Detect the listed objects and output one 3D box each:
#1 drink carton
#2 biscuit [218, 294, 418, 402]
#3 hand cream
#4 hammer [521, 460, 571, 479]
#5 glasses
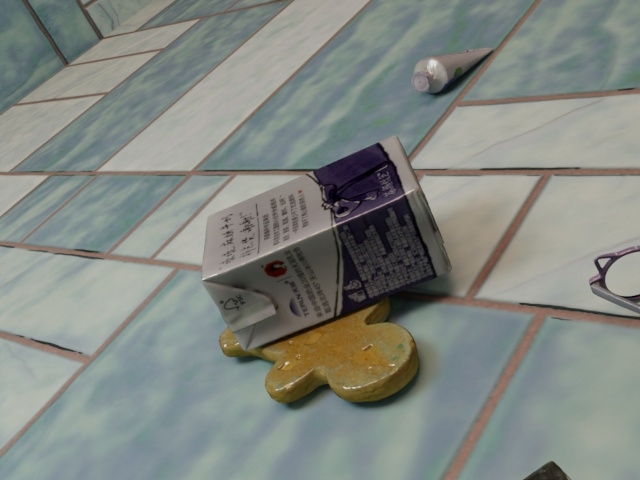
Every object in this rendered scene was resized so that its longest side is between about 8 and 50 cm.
[{"bbox_3d":[-0.001,0.001,0.776,0.223,0.101,0.134,-22,31,7],"label":"drink carton"},{"bbox_3d":[0.001,0.095,0.753,0.153,0.030,0.234,-43,34,-24],"label":"biscuit"},{"bbox_3d":[0.178,-0.246,1.118,0.084,0.053,0.142,3,27,40],"label":"hand cream"},{"bbox_3d":[0.176,0.256,0.373,0.111,0.043,0.365,-31,33,-7],"label":"hammer"},{"bbox_3d":[0.280,0.041,0.582,0.140,0.062,0.103,-19,33,16],"label":"glasses"}]
